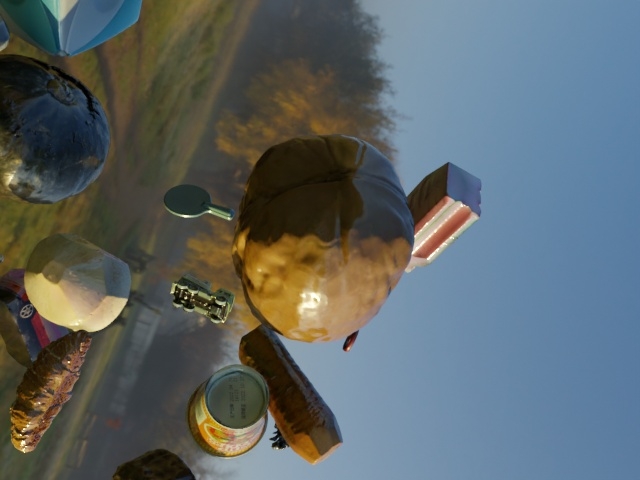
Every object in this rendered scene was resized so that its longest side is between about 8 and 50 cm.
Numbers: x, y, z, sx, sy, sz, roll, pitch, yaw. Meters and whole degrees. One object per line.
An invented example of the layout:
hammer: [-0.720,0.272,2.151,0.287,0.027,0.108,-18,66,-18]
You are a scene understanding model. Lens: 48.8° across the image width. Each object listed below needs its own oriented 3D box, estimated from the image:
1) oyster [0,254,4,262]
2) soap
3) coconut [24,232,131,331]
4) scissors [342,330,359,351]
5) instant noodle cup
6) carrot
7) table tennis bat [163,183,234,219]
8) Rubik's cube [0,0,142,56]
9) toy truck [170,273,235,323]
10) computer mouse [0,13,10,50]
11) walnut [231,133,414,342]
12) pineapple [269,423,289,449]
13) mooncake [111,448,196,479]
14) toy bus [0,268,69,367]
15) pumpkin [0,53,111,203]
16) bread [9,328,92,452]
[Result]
oyster: [-0.633,0.058,1.224,0.166,0.053,0.108,-37,160,8]
soap: [0.257,-0.046,1.732,0.324,0.109,0.192,-51,-164,42]
coconut: [-0.554,0.095,1.591,0.197,0.237,0.237,-58,-171,-6]
scissors: [0.115,0.171,1.771,0.247,0.017,0.144,120,-10,-47]
instant noodle cup: [-0.163,0.304,1.300,0.185,0.169,0.168,119,-12,-62]
carrot: [-0.068,0.317,1.463,0.301,0.114,0.114,52,-44,23]
table tennis bat: [-0.399,-0.120,2.334,0.153,0.244,0.040,-63,168,-44]
Rubik's cube: [-0.707,-0.749,1.911,0.352,0.347,0.351,-47,163,-46]
toy truck: [-0.314,0.149,1.905,0.100,0.169,0.077,-57,166,-64]
computer mouse: [-0.775,-0.414,1.377,0.095,0.197,0.331,-46,172,37]
walnut: [0.000,0.000,1.264,0.398,0.308,0.353,120,-21,-60]
pineapple: [-0.082,0.487,1.940,0.197,0.108,0.108,-63,-174,-27]
mooncake: [-0.317,0.525,1.372,0.228,0.124,0.228,17,-67,47]
toy bus: [-0.782,0.209,1.895,0.147,0.128,0.302,-54,151,-45]
pumpkin: [-0.802,-0.313,1.957,0.344,0.455,0.454,-46,-158,33]
bread: [-0.467,0.244,1.202,0.233,0.076,0.105,-60,171,2]
